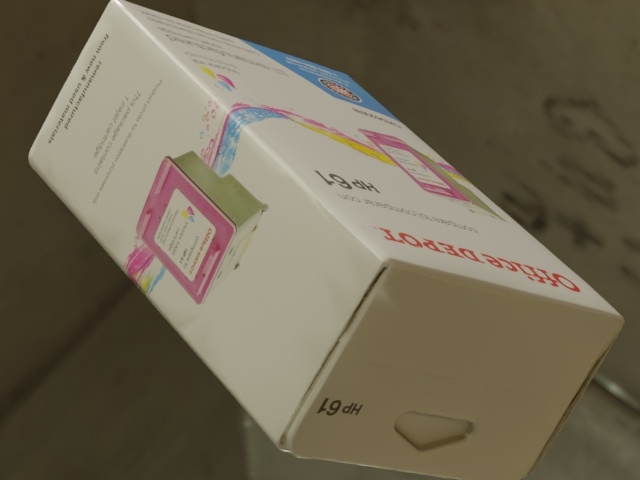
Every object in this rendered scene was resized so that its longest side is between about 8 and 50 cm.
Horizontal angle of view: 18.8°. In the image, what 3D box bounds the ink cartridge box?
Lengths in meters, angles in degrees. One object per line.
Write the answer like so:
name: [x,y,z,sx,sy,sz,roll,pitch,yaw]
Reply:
ink cartridge box: [0.000,0.000,0.466,0.088,0.052,0.122,13,25,-45]
